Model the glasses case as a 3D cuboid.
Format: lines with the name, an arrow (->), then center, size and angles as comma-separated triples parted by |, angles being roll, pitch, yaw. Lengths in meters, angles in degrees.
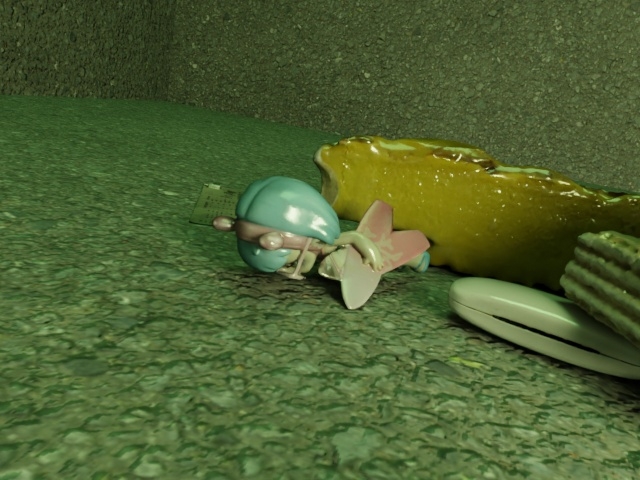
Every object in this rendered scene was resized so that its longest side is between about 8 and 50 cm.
glasses case -> 0.217, 0.079, 0.550 | 0.197, 0.049, 0.076 | 19, 15, 25

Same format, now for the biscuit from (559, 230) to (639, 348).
biscuit -> 0.434, 0.082, 0.532 | 0.425, 0.079, 0.144 | 15, 15, -16

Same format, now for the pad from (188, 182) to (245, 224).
pad -> -0.115, -0.054, 0.914 | 0.159, 0.009, 0.265 | 8, 15, -9

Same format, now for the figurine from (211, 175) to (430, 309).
figurine -> 0.007, -0.010, 0.652 | 0.260, 0.103, 0.205 | 11, 13, -38

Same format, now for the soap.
soap -> 0.202, -0.031, 0.728 | 0.304, 0.170, 0.338 | -4, 19, -42
